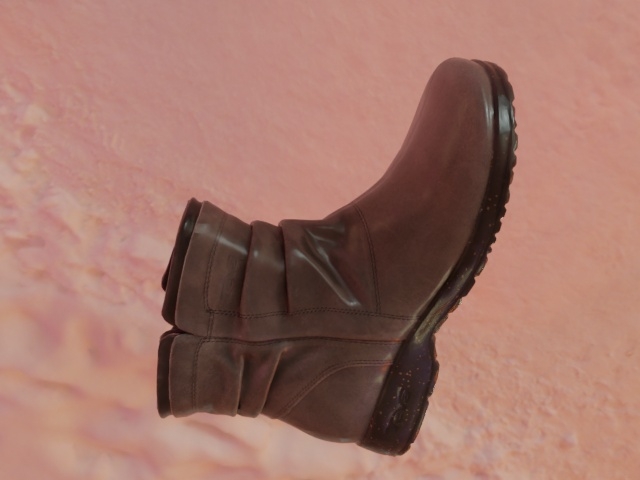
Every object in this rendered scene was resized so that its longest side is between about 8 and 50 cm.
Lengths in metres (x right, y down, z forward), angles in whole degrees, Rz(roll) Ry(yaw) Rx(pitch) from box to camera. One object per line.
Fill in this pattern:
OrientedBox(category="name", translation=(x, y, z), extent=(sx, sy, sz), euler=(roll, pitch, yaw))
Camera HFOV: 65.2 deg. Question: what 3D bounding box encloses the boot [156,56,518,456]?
OrientedBox(category="boot", translation=(0.000, 0.000, 0.384), extent=(0.222, 0.118, 0.339), euler=(15, 93, -10))
